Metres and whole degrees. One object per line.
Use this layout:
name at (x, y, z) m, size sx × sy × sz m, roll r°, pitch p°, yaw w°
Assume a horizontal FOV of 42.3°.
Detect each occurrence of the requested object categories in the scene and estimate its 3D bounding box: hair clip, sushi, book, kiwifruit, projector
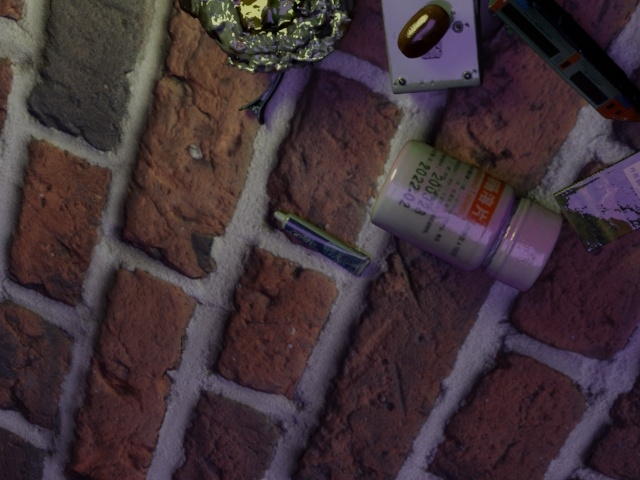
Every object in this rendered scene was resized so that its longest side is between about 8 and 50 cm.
hair clip at (-0.112, -0.386, 1.959) m, size 0.070 × 0.039 × 0.229 m, roll 33°, pitch 113°, yaw 1°
sushi at (-0.100, -0.558, 1.804) m, size 0.418 × 0.176 × 0.417 m, roll 4°, pitch 105°, yaw 14°
book at (0.661, -0.089, 1.846) m, size 0.228 × 0.024 × 0.160 m, roll -29°, pitch 99°, yaw 26°
kiwifruit at (0.211, -0.429, 1.696) m, size 0.075 × 0.075 × 0.124 m, roll 42°, pitch 121°, yaw -3°
projector at (0.244, -0.449, 1.777) m, size 0.198 × 0.108 × 0.250 m, roll -1°, pitch 111°, yaw 17°

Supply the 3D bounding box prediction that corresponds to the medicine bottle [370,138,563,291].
medicine bottle at (0.324, -0.053, 1.856) m, size 0.388 × 0.219 × 0.219 m, roll 27°, pitch 117°, yaw 6°

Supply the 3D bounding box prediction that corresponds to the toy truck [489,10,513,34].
toy truck at (0.430, -0.500, 1.715) m, size 0.080 × 0.078 × 0.154 m, roll 47°, pitch 117°, yaw -4°

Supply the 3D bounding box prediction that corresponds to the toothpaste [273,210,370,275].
toothpaste at (-0.001, 0.001, 2.079) m, size 0.268 × 0.047 × 0.069 m, roll 31°, pitch 105°, yaw -1°

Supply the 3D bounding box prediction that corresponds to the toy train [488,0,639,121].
toy train at (0.512, -0.380, 1.694) m, size 0.409 × 0.086 × 0.089 m, roll 39°, pitch 136°, yaw -17°
